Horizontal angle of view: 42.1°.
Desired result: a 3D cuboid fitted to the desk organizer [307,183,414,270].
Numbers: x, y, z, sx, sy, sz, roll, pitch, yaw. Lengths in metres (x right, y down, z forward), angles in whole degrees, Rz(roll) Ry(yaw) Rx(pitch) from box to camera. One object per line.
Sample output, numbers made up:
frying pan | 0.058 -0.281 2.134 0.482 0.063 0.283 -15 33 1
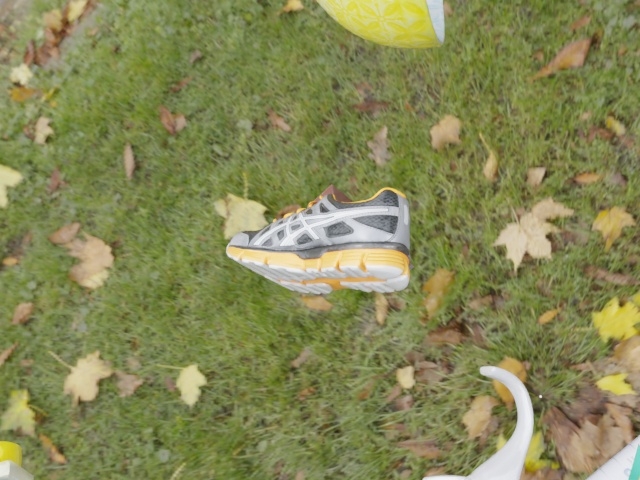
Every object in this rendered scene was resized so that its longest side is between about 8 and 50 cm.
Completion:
desk organizer | 0.045 -0.004 0.970 0.047 0.130 0.050 -42 27 22

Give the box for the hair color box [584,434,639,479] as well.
hair color box | 0.606 0.563 1.682 0.374 0.113 0.185 -34 57 -14

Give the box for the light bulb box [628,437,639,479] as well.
light bulb box | 0.476 0.250 0.608 0.358 0.361 0.225 -135 44 -54

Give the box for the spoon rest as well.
spoon rest | 0.267 0.332 1.250 0.084 0.137 0.276 12 80 -8

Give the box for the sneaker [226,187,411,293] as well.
sneaker | 0.000 0.000 0.760 0.215 0.084 0.083 0 70 41

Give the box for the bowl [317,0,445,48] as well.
bowl | 0.032 -0.335 0.885 0.156 0.289 0.289 -9 78 15

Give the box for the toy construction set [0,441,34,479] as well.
toy construction set | -0.377 0.232 0.568 0.328 0.215 0.151 -45 45 15

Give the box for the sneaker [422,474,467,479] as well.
sneaker | 0.311 0.533 1.580 0.256 0.094 0.151 12 77 3
